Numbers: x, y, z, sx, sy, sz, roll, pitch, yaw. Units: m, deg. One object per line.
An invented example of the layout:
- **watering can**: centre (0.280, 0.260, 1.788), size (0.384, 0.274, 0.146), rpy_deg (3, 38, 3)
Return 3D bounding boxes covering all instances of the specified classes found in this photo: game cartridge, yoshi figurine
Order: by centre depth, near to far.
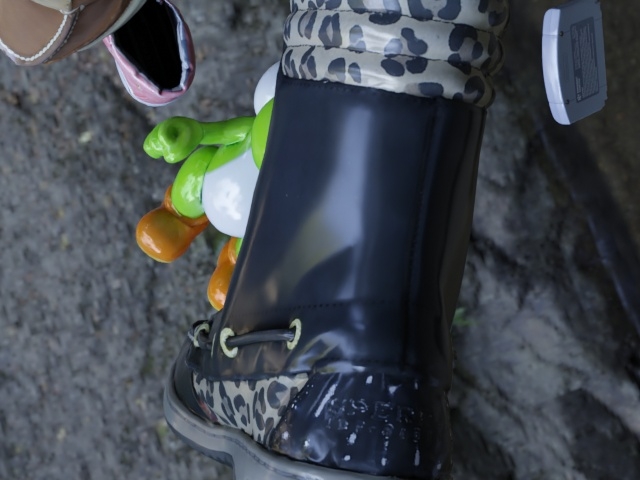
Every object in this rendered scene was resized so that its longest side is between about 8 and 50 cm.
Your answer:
- **game cartridge**: centre (0.179, -0.127, 0.845), size (0.017, 0.056, 0.083), rpy_deg (11, 119, 44)
- **yoshi figurine**: centre (-0.057, -0.061, 1.203), size (0.362, 0.204, 0.203), rpy_deg (-49, 54, 41)

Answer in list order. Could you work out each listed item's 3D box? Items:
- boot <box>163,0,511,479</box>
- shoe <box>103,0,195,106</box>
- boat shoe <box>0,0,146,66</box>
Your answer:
- **boot**: centre (0.002, 0.000, 0.451), size (0.236, 0.085, 0.178), rpy_deg (-163, 81, -74)
- **shoe**: centre (-0.132, -0.177, 0.812), size (0.178, 0.063, 0.081), rpy_deg (69, 167, -10)
- **boat shoe**: centre (-0.142, -0.187, 0.608), size (0.122, 0.120, 0.324), rpy_deg (46, 147, 2)
